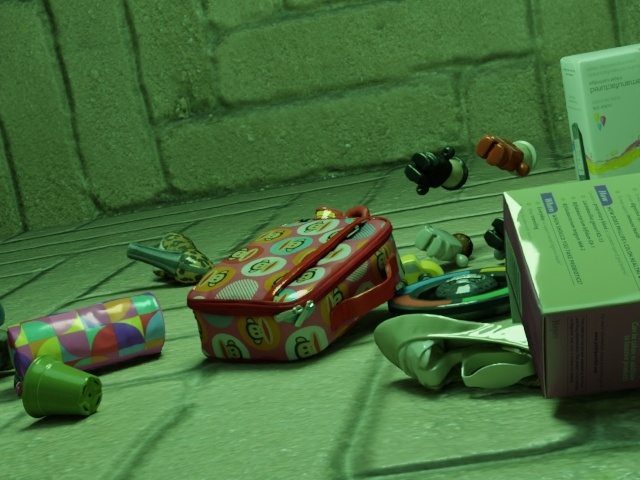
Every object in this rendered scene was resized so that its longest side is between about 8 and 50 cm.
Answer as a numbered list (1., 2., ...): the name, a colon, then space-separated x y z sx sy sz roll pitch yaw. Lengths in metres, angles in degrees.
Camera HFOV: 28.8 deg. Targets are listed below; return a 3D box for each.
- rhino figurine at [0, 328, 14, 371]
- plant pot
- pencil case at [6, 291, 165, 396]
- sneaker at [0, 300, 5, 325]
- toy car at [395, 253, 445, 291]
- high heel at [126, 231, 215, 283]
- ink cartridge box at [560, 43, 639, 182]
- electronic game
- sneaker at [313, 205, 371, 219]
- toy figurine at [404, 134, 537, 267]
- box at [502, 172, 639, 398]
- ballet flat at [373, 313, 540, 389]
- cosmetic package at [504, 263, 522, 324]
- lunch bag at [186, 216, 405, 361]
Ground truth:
1. rhino figurine: -0.544 0.193 1.858 0.243 0.073 0.106 -20 16 -40
2. plant pot: -0.325 0.193 1.595 0.079 0.083 0.083 7 15 24
3. pencil case: -0.342 0.149 1.820 0.236 0.104 0.104 -17 10 -21
4. sneaker: -0.674 0.150 2.096 0.148 0.131 0.350 -12 7 28
5. toy car: 0.053 0.063 2.004 0.239 0.053 0.225 -16 10 -31
6. high heel: -0.254 0.048 2.522 0.186 0.093 0.261 16 5 19
7. ink cartridge box: 0.543 -0.174 2.086 0.226 0.306 0.131 -11 9 -1
8. electronic game: 0.208 0.072 1.768 0.229 0.048 0.229 -10 9 2
9. sneaker: 0.000 0.000 2.265 0.107 0.118 0.279 -5 10 39
10. toy figurine: 0.261 -0.064 2.069 0.213 0.209 0.148 -13 -10 33
11. box: 0.328 0.038 1.292 0.243 0.117 0.213 -8 36 1
12. ballet flat: 0.156 0.129 1.386 0.248 0.086 0.086 -3 11 34
13. cosmetic package: 0.363 0.051 1.541 0.238 0.107 0.127 -1 12 36
14. lunch bag: -0.017 0.067 1.765 0.258 0.120 0.293 0 25 35
